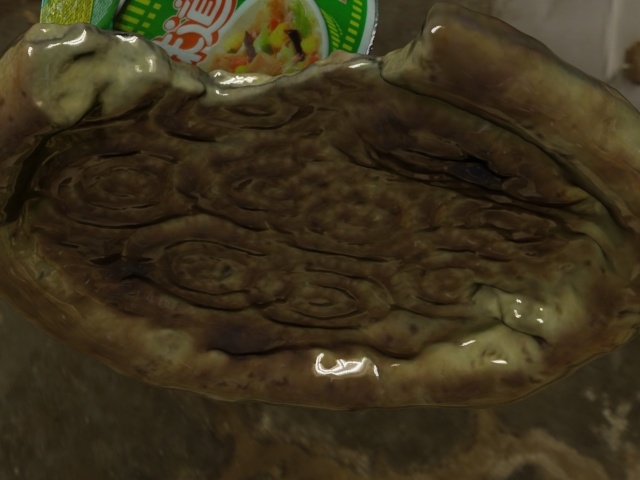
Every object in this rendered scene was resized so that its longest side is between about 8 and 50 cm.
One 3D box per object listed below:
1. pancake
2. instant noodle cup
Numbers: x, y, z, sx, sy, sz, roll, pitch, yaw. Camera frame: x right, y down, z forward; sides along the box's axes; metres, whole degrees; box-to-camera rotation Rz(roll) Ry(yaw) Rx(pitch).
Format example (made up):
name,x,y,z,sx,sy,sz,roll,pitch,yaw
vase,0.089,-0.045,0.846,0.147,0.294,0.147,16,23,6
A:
name,x,y,z,sx,sy,sz,roll,pitch,yaw
pancake,0.000,0.000,0.479,0.235,0.029,0.212,-7,145,20
instant noodle cup,-0.087,-0.196,1.318,0.233,0.207,0.207,22,93,-30
